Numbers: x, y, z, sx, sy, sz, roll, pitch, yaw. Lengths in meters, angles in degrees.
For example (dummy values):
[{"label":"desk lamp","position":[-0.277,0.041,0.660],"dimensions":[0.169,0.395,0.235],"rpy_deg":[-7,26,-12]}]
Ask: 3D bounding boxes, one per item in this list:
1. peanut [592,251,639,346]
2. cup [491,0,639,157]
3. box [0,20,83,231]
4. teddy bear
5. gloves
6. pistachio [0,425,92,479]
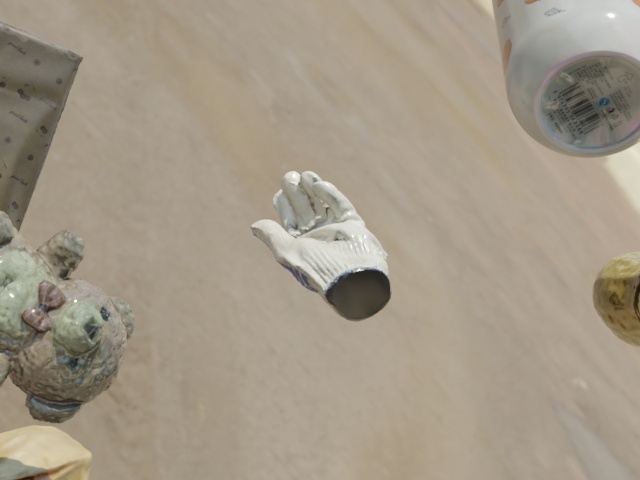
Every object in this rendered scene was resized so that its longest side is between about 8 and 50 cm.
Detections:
[{"label":"peanut","position":[0.384,0.059,1.490],"dimensions":[0.111,0.125,0.274],"rpy_deg":[44,-7,-11]},{"label":"cup","position":[0.322,-0.254,1.651],"dimensions":[0.212,0.212,0.317],"rpy_deg":[41,31,-26]},{"label":"box","position":[-0.494,-0.167,1.876],"dimensions":[0.190,0.297,0.225],"rpy_deg":[20,4,-31]},{"label":"teddy bear","position":[-0.353,0.089,1.590],"dimensions":[0.267,0.236,0.151],"rpy_deg":[38,-29,-8]},{"label":"gloves","position":[0.001,0.006,1.437],"dimensions":[0.229,0.119,0.097],"rpy_deg":[-120,-158,-45]},{"label":"pistachio","position":[-0.414,0.334,1.797],"dimensions":[0.229,0.157,0.157],"rpy_deg":[-16,62,-47]}]
